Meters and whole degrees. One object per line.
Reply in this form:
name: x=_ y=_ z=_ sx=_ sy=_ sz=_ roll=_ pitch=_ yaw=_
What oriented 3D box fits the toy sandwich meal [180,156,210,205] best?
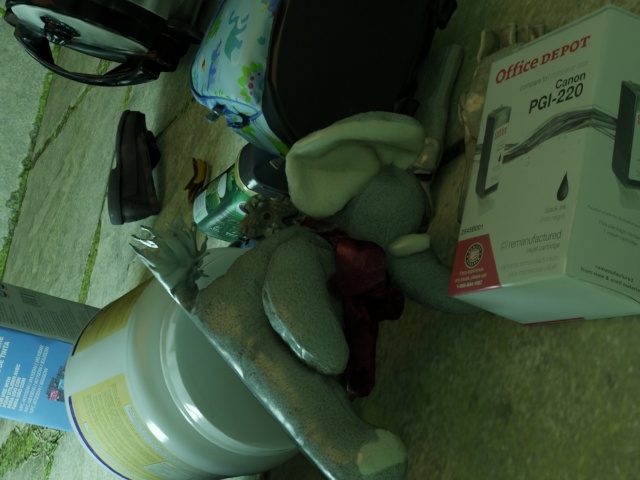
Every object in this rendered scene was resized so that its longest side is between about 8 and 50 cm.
toy sandwich meal: x=-0.208 y=-0.099 z=1.898 sx=0.085 sy=0.029 sz=0.086 roll=-47 pitch=33 yaw=44

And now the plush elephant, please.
plush elephant: x=0.027 y=0.041 z=1.030 sx=0.255 sy=0.330 sz=0.272 roll=-40 pitch=-16 yaw=-8

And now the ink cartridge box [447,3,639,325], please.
ink cartridge box: x=0.194 y=-0.053 z=0.905 sx=0.158 sy=0.092 sz=0.218 roll=-17 pitch=56 yaw=62

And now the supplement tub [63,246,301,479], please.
supplement tub: x=-0.126 y=0.143 z=1.270 sx=0.331 sy=0.241 sz=0.241 roll=-27 pitch=49 yaw=58

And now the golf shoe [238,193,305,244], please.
golf shoe: x=0.000 y=0.000 z=1.265 sx=0.069 sy=0.176 sz=0.086 roll=-64 pitch=-20 yaw=-17

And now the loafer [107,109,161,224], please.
loafer: x=-0.338 y=-0.138 z=2.171 sx=0.303 sy=0.095 sz=0.109 roll=-92 pitch=1 yaw=-48

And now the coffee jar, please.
coffee jar: x=-0.091 y=-0.067 z=1.535 sx=0.184 sy=0.096 sz=0.079 roll=-37 pitch=43 yaw=51

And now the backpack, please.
backpack: x=-0.013 y=-0.217 z=1.319 sx=0.355 sy=0.273 sz=0.290 roll=137 pitch=152 yaw=-89

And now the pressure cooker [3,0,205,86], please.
pressure cooker: x=-0.399 y=-0.501 z=2.190 sx=0.370 sy=0.375 sz=0.421 roll=9 pitch=80 yaw=63

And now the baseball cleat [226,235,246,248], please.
baseball cleat: x=-0.128 y=0.092 z=1.498 sx=0.109 sy=0.072 sz=0.206 roll=97 pitch=179 yaw=-63

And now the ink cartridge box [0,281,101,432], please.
ink cartridge box: x=-0.471 y=0.172 z=1.809 sx=0.151 sy=0.395 sz=0.270 roll=-69 pitch=23 yaw=5

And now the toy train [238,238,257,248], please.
toy train: x=-0.047 y=0.023 z=1.397 sx=0.184 sy=0.080 sz=0.105 roll=-42 pitch=31 yaw=49

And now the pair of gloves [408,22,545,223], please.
pair of gloves: x=0.132 y=-0.114 z=1.149 sx=0.240 sy=0.042 sz=0.204 roll=-1 pitch=72 yaw=65
